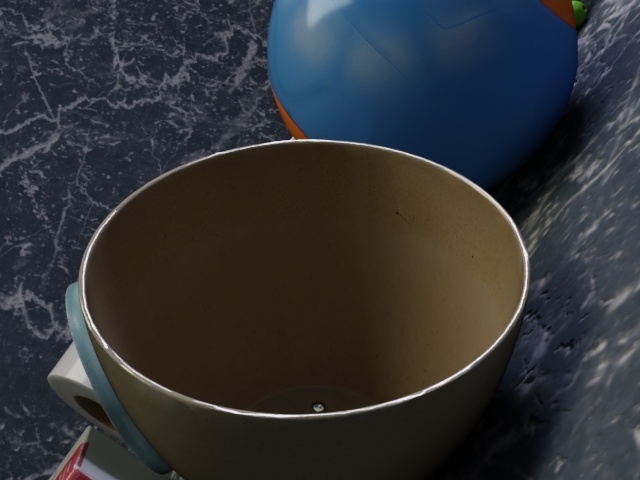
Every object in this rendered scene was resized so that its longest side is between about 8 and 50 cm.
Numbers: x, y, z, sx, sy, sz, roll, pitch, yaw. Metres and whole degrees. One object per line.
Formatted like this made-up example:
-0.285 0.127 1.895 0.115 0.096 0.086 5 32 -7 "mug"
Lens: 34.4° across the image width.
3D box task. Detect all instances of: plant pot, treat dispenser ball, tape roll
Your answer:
-0.009 0.084 0.710 0.284 0.284 0.191 -64 -22 -50 "plant pot"
0.093 -0.176 0.964 0.288 0.288 0.288 -52 8 11 "treat dispenser ball"
-0.190 0.146 1.427 0.196 0.293 0.293 -27 9 1 "plant pot"
-0.318 0.234 1.766 0.169 0.246 0.246 -57 9 -26 "tape roll"

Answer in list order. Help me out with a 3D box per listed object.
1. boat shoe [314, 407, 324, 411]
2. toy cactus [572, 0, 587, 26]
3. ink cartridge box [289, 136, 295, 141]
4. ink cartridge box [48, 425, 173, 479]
-0.050 0.201 0.977 0.084 0.095 0.258 -53 18 -25 "boat shoe"
0.208 -0.272 1.156 0.219 0.180 0.112 -56 -13 -50 "toy cactus"
-0.012 -0.112 1.562 0.385 0.091 0.308 -50 1 10 "ink cartridge box"
-0.365 0.466 1.364 0.385 0.160 0.279 -55 8 -5 "ink cartridge box"
